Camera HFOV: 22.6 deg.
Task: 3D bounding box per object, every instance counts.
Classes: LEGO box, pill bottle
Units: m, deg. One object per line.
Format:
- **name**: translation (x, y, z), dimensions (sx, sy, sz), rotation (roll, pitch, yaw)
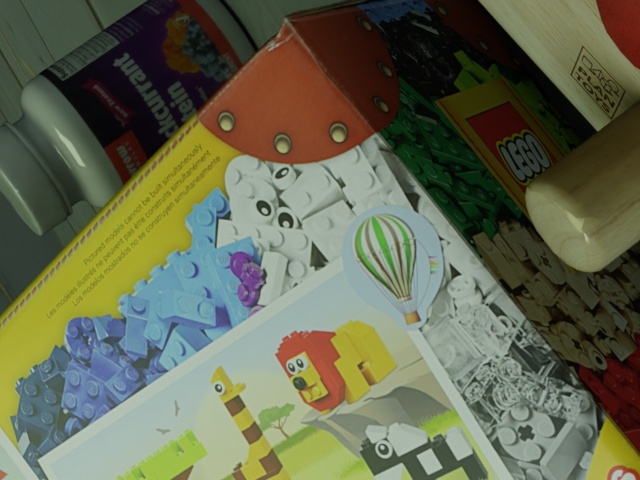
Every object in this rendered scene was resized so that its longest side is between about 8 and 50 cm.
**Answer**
- **LEGO box**: translation (-0.017, 0.181, 0.782), dimensions (0.372, 0.500, 0.193), rotation (51, -150, 8)
- **pill bottle**: translation (-0.143, -0.091, 1.132), dimensions (0.108, 0.193, 0.108), rotation (49, 166, 17)

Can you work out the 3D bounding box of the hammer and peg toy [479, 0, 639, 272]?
- **hammer and peg toy**: translation (0.103, -0.089, 0.458), dimensions (0.361, 0.127, 0.266), rotation (50, 166, 13)
